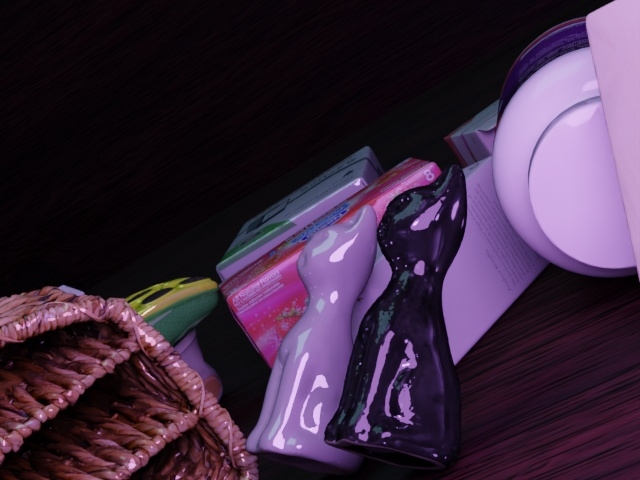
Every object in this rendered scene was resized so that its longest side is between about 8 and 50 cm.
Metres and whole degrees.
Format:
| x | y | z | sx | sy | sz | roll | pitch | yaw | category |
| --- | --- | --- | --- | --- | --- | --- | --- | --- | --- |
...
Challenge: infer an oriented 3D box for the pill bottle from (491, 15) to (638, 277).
| x | y | z | sx | sy | sz | roll | pitch | yaw | category |
| --- | --- | --- | --- | --- | --- | --- | --- | --- | --- |
| 0.231 | -0.079 | 1.213 | 0.181 | 0.181 | 0.323 | -31 | 8 | 15 | pill bottle |

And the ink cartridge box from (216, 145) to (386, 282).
| x | y | z | sx | sy | sz | roll | pitch | yaw | category |
| --- | --- | --- | --- | --- | --- | --- | --- | --- | --- |
| 0.000 | 0.000 | 1.868 | 0.211 | 0.121 | 0.289 | -32 | 8 | 9 | ink cartridge box |

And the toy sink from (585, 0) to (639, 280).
| x | y | z | sx | sy | sz | roll | pitch | yaw | category |
| --- | --- | --- | --- | --- | --- | --- | --- | --- | --- |
| 0.291 | -0.061 | 0.965 | 0.131 | 0.234 | 0.153 | -3 | -13 | -36 | toy sink |

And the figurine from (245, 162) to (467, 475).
| x | y | z | sx | sy | sz | roll | pitch | yaw | category |
| --- | --- | --- | --- | --- | --- | --- | --- | --- | --- |
| 0.034 | 0.061 | 1.101 | 0.215 | 0.092 | 0.209 | -20 | 55 | 60 | figurine |

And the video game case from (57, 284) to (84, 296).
| x | y | z | sx | sy | sz | roll | pitch | yaw | category |
| --- | --- | --- | --- | --- | --- | --- | --- | --- | --- |
| -0.316 | 0.191 | 1.543 | 0.042 | 0.232 | 0.210 | 14 | 29 | 36 | video game case |

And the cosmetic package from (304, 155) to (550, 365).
| x | y | z | sx | sy | sz | roll | pitch | yaw | category |
| --- | --- | --- | --- | --- | --- | --- | --- | --- | --- |
| 0.100 | 0.033 | 1.305 | 0.085 | 0.117 | 0.231 | -26 | 10 | 47 | cosmetic package |

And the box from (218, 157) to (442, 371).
| x | y | z | sx | sy | sz | roll | pitch | yaw | category |
| --- | --- | --- | --- | --- | --- | --- | --- | --- | --- |
| 0.033 | 0.032 | 1.543 | 0.257 | 0.122 | 0.128 | -34 | 8 | -4 | box |

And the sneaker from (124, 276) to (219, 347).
| x | y | z | sx | sy | sz | roll | pitch | yaw | category |
| --- | --- | --- | --- | --- | --- | --- | --- | --- | --- |
| -0.208 | 0.151 | 1.520 | 0.295 | 0.123 | 0.109 | -46 | 19 | -19 | sneaker |

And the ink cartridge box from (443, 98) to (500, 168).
| x | y | z | sx | sy | sz | roll | pitch | yaw | category |
| --- | --- | --- | --- | --- | --- | --- | --- | --- | --- |
| 0.249 | -0.145 | 1.960 | 0.115 | 0.067 | 0.198 | -35 | 6 | -8 | ink cartridge box |

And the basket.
| x | y | z | sx | sy | sz | roll | pitch | yaw | category |
| --- | --- | --- | --- | --- | --- | --- | --- | --- | --- |
| -0.235 | 0.178 | 1.187 | 0.299 | 0.213 | 0.223 | -38 | 30 | -30 | basket |

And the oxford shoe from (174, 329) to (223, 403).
| x | y | z | sx | sy | sz | roll | pitch | yaw | category |
| --- | --- | --- | --- | --- | --- | --- | --- | --- | --- |
| -0.249 | 0.171 | 1.779 | 0.169 | 0.130 | 0.449 | -39 | 14 | -26 | oxford shoe |
